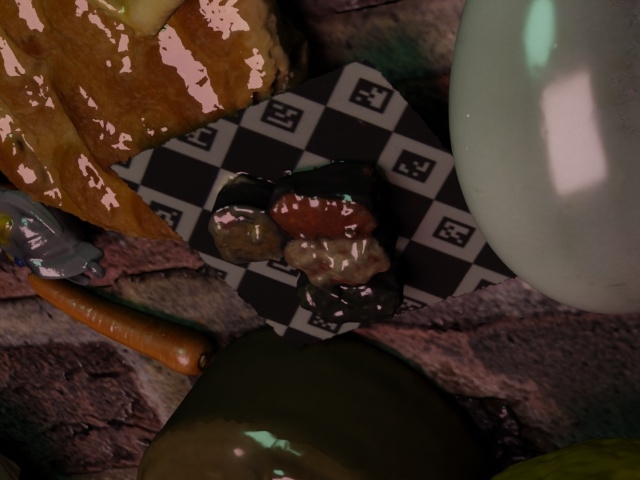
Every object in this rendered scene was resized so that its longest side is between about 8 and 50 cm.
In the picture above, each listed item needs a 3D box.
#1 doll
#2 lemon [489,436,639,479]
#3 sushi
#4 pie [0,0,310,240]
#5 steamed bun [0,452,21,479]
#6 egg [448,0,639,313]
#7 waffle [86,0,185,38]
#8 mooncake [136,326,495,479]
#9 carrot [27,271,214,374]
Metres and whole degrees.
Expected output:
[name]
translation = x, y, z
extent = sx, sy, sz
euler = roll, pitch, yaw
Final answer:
[doll]
translation = -0.250, -0.018, 1.471
extent = 0.194, 0.062, 0.104
euler = 30, 136, 22
[lemon]
translation = 0.210, 0.299, 1.223
extent = 0.336, 0.336, 0.336
euler = 20, 134, 22
[sushi]
translation = 0.000, 0.000, 1.240
extent = 0.231, 0.047, 0.219
euler = -20, 128, 34
[pie]
translation = -0.152, -0.140, 1.287
extent = 0.339, 0.083, 0.339
euler = 18, 131, 23
[steamed bun]
translation = -0.370, 0.279, 1.715
extent = 0.276, 0.203, 0.289
euler = -1, 138, 26
[egg]
translation = 0.163, -0.082, 1.024
extent = 0.183, 0.183, 0.264
euler = 10, 123, 30
[waffle]
translation = -0.111, -0.220, 1.045
extent = 0.168, 0.057, 0.274
euler = 35, 150, -14
[mooncake]
translation = -0.004, 0.219, 1.423
extent = 0.284, 0.155, 0.284
euler = 18, 132, 22
[carrot]
translation = -0.172, 0.067, 1.504
extent = 0.190, 0.037, 0.037
euler = 21, 134, 23
